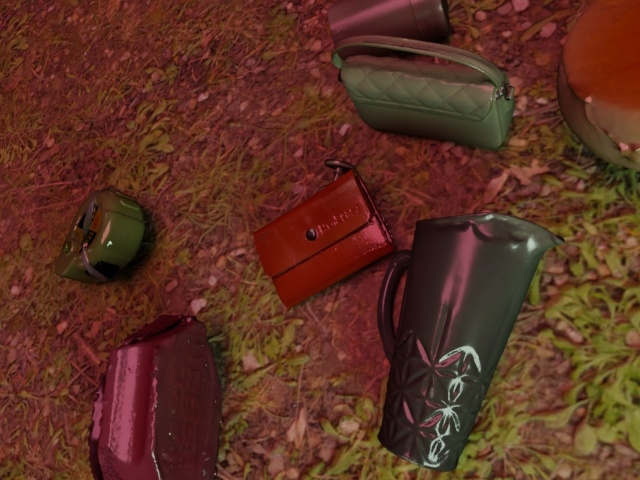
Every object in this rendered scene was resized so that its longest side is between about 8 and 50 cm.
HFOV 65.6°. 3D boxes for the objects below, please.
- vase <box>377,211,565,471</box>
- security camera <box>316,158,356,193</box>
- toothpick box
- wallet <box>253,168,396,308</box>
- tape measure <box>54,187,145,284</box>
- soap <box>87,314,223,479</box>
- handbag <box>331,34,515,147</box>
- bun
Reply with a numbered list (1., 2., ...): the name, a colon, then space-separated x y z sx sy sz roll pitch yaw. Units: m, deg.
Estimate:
1. vase: 0.154 0.118 0.631 0.251 0.156 0.301 11 84 56
2. security camera: 0.020 -0.082 0.806 0.058 0.058 0.092 13 88 28
3. toothpick box: 0.115 -0.366 0.818 0.181 0.111 0.111 -12 68 22
4. wallet: 0.000 0.000 0.769 0.204 0.045 0.142 -31 73 21
5. tape measure: -0.410 -0.009 0.951 0.175 0.106 0.200 7 74 41
6. soap: -0.234 0.253 0.736 0.112 0.182 0.289 -5 71 19
7. handbag: 0.142 -0.217 0.694 0.256 0.219 0.079 17 83 27
8. bun: 0.439 -0.187 0.577 0.299 0.165 0.299 -20 50 25
